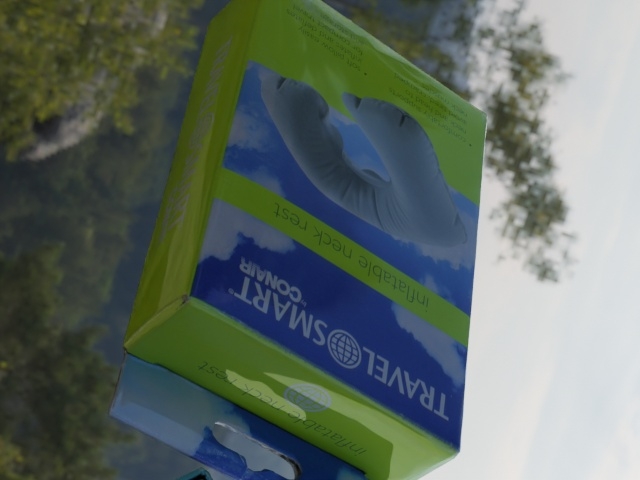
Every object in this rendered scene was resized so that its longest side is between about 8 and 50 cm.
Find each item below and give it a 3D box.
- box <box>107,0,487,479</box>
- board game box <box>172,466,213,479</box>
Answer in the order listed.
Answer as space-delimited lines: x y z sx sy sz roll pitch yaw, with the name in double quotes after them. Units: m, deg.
0.000 0.000 0.468 0.042 0.109 0.178 -38 -149 40 "box"
-0.102 0.220 0.284 0.336 0.253 0.079 -14 158 -48 "board game box"
